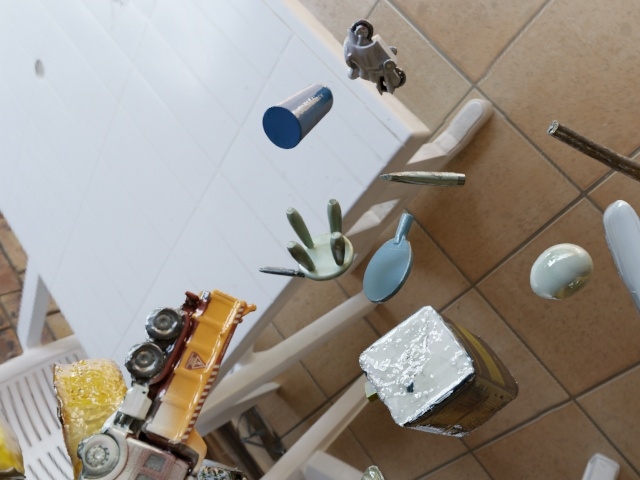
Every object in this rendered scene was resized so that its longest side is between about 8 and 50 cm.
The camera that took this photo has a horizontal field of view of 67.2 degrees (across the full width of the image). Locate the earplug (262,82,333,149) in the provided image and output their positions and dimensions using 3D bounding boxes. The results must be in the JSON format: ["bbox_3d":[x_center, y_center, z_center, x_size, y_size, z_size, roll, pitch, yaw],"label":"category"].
[{"bbox_3d":[-0.049,-0.396,1.464,0.132,0.273,0.133,18,133,21],"label":"earplug"}]

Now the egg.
[{"bbox_3d":[0.721,0.099,1.456,0.151,0.151,0.209,48,142,17],"label":"egg"}]

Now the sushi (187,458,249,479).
[{"bbox_3d":[-0.164,0.413,0.729,0.225,0.124,0.127,-23,47,68],"label":"sushi"}]

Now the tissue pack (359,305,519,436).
[{"bbox_3d":[0.338,0.376,1.334,0.264,0.416,0.253,-43,51,13],"label":"tissue pack"}]

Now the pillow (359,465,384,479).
[{"bbox_3d":[0.076,0.438,0.684,0.033,0.217,0.130,30,107,-21],"label":"pillow"}]

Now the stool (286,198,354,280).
[{"bbox_3d":[0.000,0.000,1.551,0.195,0.195,0.199,-10,139,7],"label":"stool"}]

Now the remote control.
[{"bbox_3d":[0.580,0.081,0.880,0.055,0.109,0.313,-16,83,20],"label":"remote control"}]

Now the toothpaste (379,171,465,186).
[{"bbox_3d":[0.278,-0.166,1.292,0.062,0.238,0.039,-174,84,-73],"label":"toothpaste"}]

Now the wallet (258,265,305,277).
[{"bbox_3d":[-0.119,0.096,1.497,0.129,0.088,0.026,7,86,18],"label":"wallet"}]

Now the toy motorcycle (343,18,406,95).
[{"bbox_3d":[0.158,-0.583,1.576,0.170,0.110,0.260,-25,124,34],"label":"toy motorcycle"}]

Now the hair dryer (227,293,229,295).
[{"bbox_3d":[-0.356,0.242,1.882,0.150,0.071,0.047,98,158,-53],"label":"hair dryer"}]

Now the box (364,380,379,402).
[{"bbox_3d":[0.251,0.505,1.745,0.193,0.121,0.030,-31,96,5],"label":"box"}]

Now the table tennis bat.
[{"bbox_3d":[0.244,0.062,1.647,0.215,0.044,0.329,2,66,61],"label":"table tennis bat"}]

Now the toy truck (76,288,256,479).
[{"bbox_3d":[-0.184,0.190,0.593,0.135,0.271,0.114,26,154,-9],"label":"toy truck"}]

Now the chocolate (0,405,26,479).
[{"bbox_3d":[-0.424,0.092,0.443,0.445,0.162,0.162,44,125,27],"label":"chocolate"}]

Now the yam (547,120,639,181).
[{"bbox_3d":[0.679,-0.206,1.153,0.045,0.326,0.045,135,151,-55],"label":"yam"}]

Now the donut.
[{"bbox_3d":[-0.516,0.490,1.148,0.377,0.163,0.436,-9,92,60],"label":"donut"}]
